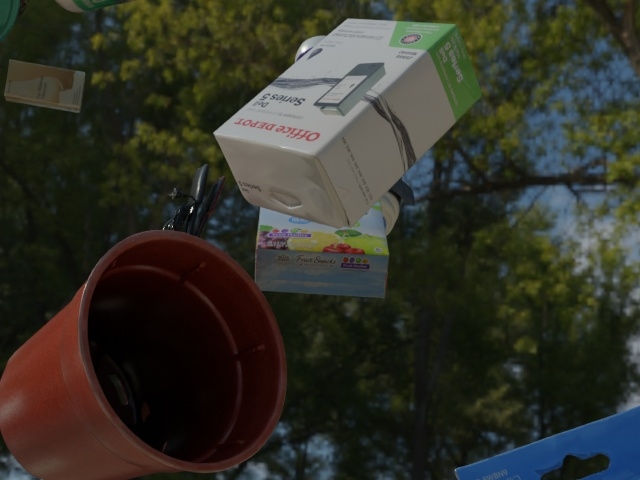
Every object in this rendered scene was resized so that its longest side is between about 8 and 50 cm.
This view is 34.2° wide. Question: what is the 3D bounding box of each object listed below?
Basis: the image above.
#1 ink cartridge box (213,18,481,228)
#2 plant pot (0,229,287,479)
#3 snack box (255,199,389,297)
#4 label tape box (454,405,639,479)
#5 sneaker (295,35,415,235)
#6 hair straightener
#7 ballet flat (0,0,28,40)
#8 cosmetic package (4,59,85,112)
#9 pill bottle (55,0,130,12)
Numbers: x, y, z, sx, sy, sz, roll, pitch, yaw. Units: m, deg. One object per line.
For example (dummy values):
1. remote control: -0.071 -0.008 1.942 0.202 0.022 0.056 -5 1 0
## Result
1. ink cartridge box: 0.035 -0.155 1.297 0.198 0.273 0.115 16 -39 45
2. plant pot: -0.227 0.163 1.208 0.272 0.273 0.265 24 -37 -35
3. snack box: 0.000 0.000 1.427 0.174 0.207 0.070 3 -67 -3
4. label tape box: 0.298 0.318 0.930 0.240 0.334 0.106 -15 -20 -18
5. sneaker: 0.046 -0.149 1.699 0.130 0.236 0.323 -15 -55 19
6. hair straightener: -0.239 -0.048 1.833 0.089 0.230 0.047 38 -39 -24
7. ballet flat: -0.327 -0.303 0.635 0.164 0.182 0.483 -21 -22 7
8. cosmetic package: -0.423 -0.236 1.598 0.115 0.060 0.041 7 -7 -12
9. pill bottle: -0.120 -0.374 1.085 0.360 0.204 0.204 -11 -26 7
